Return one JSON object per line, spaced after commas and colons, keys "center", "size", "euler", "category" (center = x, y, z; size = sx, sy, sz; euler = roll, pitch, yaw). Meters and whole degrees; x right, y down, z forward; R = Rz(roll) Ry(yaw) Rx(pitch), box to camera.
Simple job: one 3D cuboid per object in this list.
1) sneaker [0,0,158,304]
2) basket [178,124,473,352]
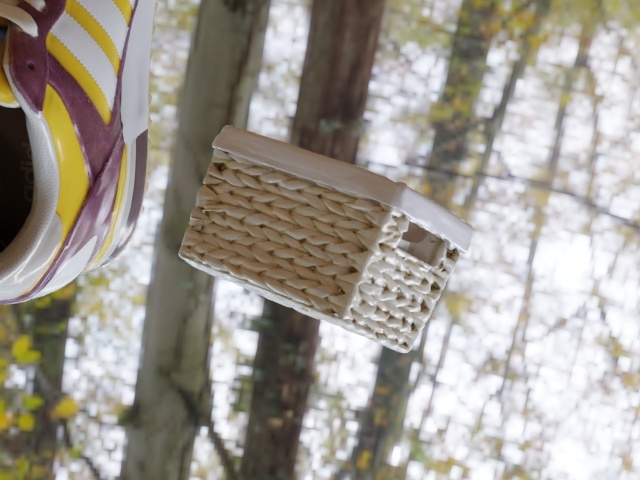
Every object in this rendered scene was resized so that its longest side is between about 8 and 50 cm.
{"center": [-0.089, -0.073, 0.485], "size": [0.069, 0.185, 0.084], "euler": [0, -171, 17], "category": "sneaker"}
{"center": [0.000, 0.000, 1.134], "size": [0.167, 0.103, 0.113], "euler": [21, 176, 36], "category": "basket"}
